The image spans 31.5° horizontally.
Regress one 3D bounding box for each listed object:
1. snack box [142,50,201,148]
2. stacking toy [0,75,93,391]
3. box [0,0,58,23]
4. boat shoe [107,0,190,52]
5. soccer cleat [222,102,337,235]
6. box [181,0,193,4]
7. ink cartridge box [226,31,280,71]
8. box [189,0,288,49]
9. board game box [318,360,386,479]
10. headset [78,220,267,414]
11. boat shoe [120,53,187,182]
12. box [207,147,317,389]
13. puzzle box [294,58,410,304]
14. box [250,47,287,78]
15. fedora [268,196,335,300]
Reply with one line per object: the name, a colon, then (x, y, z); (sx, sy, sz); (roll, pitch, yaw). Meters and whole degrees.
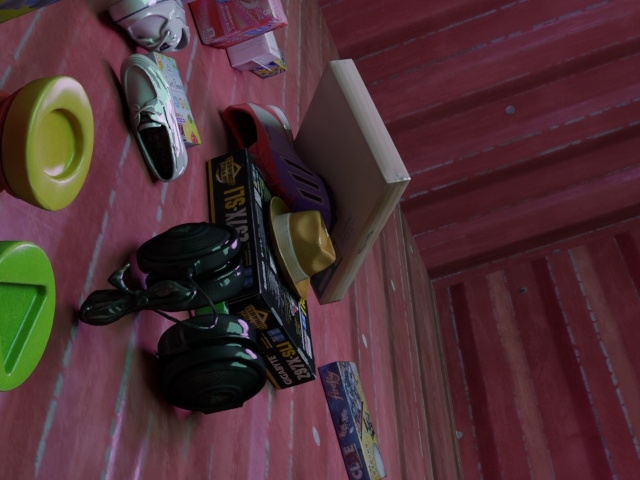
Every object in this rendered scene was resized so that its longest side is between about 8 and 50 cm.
snack box: (-0.231, -0.210, 1.728); (0.100, 0.037, 0.141); (-9, 81, -80)
stacking toy: (-0.324, -0.019, 0.933); (0.309, 0.130, 0.279); (7, 91, -75)
box: (-0.288, -0.281, 1.195); (0.109, 0.178, 0.042); (-22, 94, -79)
boat shoe: (-0.243, -0.325, 1.709); (0.258, 0.095, 0.084); (-41, 108, -77)
soccer cleat: (-0.078, -0.124, 2.061); (0.116, 0.108, 0.318); (5, 48, -45)
box: (-0.281, -0.513, 1.899); (0.324, 0.067, 0.063); (53, 21, -61)
ink cartridge box: (-0.146, -0.414, 2.329); (0.092, 0.090, 0.143); (-4, 77, -78)
box: (-0.185, -0.534, 2.167); (0.142, 0.154, 0.300); (-26, 97, -79)
board game box: (0.065, 0.362, 2.255); (0.165, 0.042, 0.243); (26, 47, -75)
headset: (-0.173, 0.094, 1.392); (0.394, 0.185, 0.243); (98, -20, -80)
boat shoe: (-0.238, -0.168, 1.590); (0.063, 0.066, 0.184); (-78, 158, -70)
box: (-0.097, 0.045, 1.881); (0.257, 0.079, 0.322); (63, 14, -48)
puzzle box: (0.026, -0.098, 2.085); (0.272, 0.052, 0.409); (66, -28, 25)
box: (-0.125, -0.399, 2.489); (0.169, 0.059, 0.054); (-1, 71, -79)
fedora: (-0.024, 0.004, 1.898); (0.194, 0.079, 0.194); (-18, 90, -79)
